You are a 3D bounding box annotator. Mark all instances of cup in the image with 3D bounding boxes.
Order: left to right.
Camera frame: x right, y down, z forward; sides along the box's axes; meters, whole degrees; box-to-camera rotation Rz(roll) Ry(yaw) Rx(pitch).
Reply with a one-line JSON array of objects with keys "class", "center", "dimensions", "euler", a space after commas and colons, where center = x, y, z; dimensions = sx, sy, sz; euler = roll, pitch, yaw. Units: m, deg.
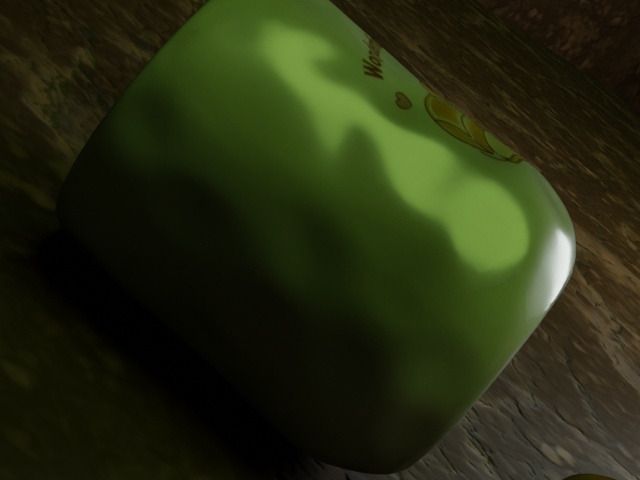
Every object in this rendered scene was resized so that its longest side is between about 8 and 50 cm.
[{"class": "cup", "center": [-0.011, 0.012, 0.756], "dimensions": [0.202, 0.255, 0.173], "euler": [40, 59, 2]}]

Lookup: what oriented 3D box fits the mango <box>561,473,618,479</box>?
[{"class": "mango", "center": [0.176, 0.180, 0.799], "dimensions": [0.102, 0.085, 0.184], "euler": [29, 15, -36]}]
